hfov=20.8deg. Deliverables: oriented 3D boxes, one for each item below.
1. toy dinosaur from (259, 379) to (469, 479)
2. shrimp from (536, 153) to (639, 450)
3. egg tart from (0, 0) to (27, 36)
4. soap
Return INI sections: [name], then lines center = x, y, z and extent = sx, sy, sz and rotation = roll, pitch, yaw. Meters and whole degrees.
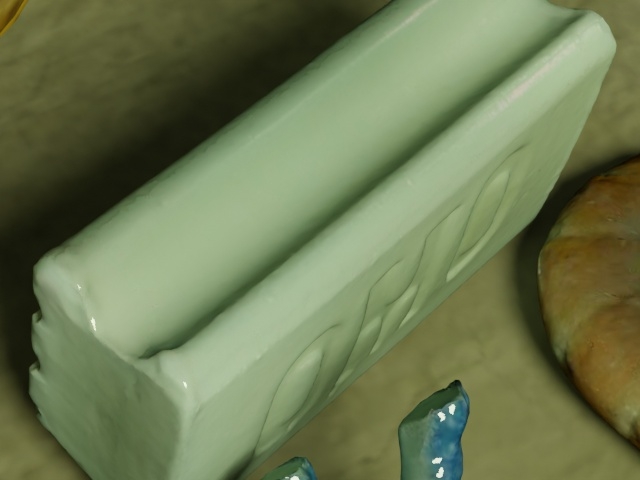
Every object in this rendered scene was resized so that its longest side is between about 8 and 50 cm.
[toy dinosaur]
center = -0.005, 0.129, 0.501
extent = 0.329, 0.076, 0.144
rotation = -19, 94, -22
[shrimp]
center = 0.208, 0.050, 0.610
extent = 0.198, 0.051, 0.262
rotation = -32, 64, -27
[egg tart]
center = -0.283, -0.186, 0.567
extent = 0.443, 0.178, 0.443
rotation = -2, 64, 3
[soap]
center = 0.000, 0.000, 0.563
extent = 0.066, 0.119, 0.198
rotation = 41, 59, 17
